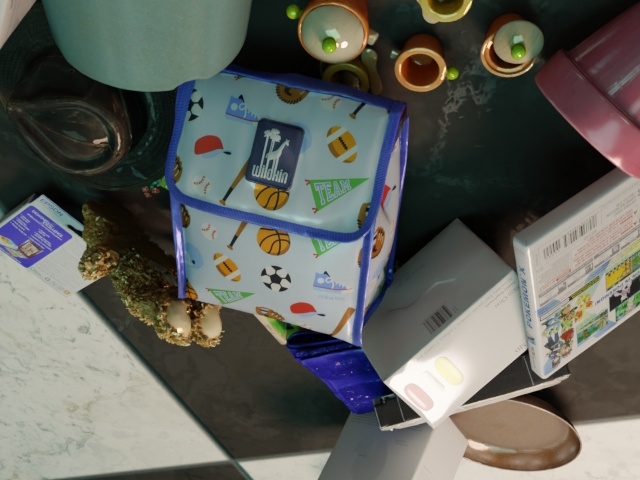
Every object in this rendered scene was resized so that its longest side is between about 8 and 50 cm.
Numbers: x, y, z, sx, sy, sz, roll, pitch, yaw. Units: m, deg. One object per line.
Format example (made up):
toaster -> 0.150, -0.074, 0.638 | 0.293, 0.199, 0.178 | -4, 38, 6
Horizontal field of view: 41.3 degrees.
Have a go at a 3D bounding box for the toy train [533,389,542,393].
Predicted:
toy train -> 0.369, 0.276, 1.699 | 0.158, 0.027, 0.036 | 11, 133, 1

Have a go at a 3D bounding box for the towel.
towel -> 0.097, 0.255, 1.654 | 0.228, 0.076, 0.308 | -11, 146, 24

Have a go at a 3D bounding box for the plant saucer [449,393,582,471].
plant saucer -> 0.386, 0.391, 1.776 | 0.310, 0.050, 0.310 | 10, 142, 8

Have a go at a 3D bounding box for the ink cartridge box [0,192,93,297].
ink cartridge box -> -0.493, 0.005, 1.606 | 0.208, 0.045, 0.206 | -26, 124, 35

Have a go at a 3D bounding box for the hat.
hat -> -0.377, -0.187, 1.282 | 0.331, 0.134, 0.331 | 8, 126, 11

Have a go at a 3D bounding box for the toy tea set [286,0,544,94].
toy tea set -> 0.123, -0.263, 1.138 | 0.336, 0.124, 0.200 | -7, 133, 20

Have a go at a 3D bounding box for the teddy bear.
teddy bear -> -0.304, 0.072, 1.451 | 0.338, 0.245, 0.113 | 38, 106, 10

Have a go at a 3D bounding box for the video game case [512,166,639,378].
video game case -> 0.437, 0.022, 1.278 | 0.329, 0.036, 0.300 | -32, 133, -14

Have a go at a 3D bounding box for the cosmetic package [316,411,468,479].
cosmetic package -> 0.148, 0.461, 1.753 | 0.224, 0.224, 0.138 | 1, 141, 43

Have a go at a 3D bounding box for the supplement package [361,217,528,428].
supplement package -> 0.205, 0.131, 1.389 | 0.262, 0.204, 0.145 | -42, 120, 5

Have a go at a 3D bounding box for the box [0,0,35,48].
box -> -0.430, -0.377, 1.107 | 0.119, 0.182, 0.181 | 24, 135, -13

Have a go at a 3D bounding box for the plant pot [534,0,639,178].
plant pot -> 0.409, -0.210, 1.094 | 0.201, 0.201, 0.180 | 33, 117, -20

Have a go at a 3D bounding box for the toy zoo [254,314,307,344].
toy zoo -> 0.036, 0.148, 1.600 | 0.293, 0.030, 0.192 | -4, 153, 17

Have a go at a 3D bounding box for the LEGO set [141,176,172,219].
LEGO set -> -0.248, -0.046, 1.455 | 0.132, 0.107, 0.287 | -12, 131, 23

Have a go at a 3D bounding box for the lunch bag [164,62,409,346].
lunch bag -> -0.048, -0.064, 1.272 | 0.328, 0.239, 0.385 | 14, 128, 11

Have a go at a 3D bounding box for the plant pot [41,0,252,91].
plant pot -> -0.205, -0.375, 0.977 | 0.341, 0.341, 0.334 | 12, 144, 1

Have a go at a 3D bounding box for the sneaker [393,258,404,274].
sneaker -> 0.095, 0.076, 1.548 | 0.162, 0.063, 0.073 | -8, 148, 28

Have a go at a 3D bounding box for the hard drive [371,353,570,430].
hard drive -> 0.269, 0.275, 1.547 | 0.339, 0.064, 0.237 | -16, 166, 4
